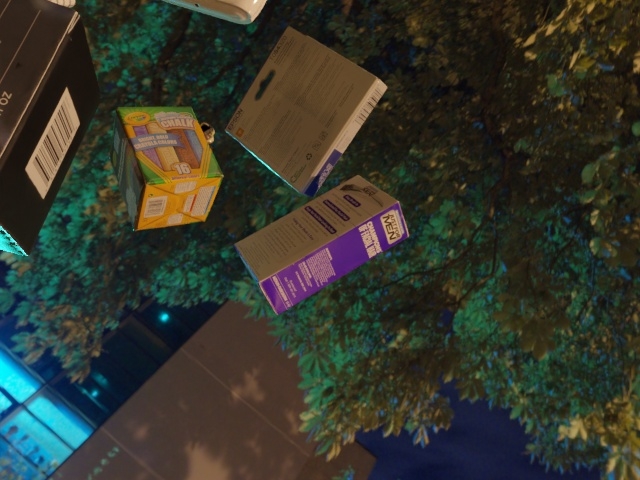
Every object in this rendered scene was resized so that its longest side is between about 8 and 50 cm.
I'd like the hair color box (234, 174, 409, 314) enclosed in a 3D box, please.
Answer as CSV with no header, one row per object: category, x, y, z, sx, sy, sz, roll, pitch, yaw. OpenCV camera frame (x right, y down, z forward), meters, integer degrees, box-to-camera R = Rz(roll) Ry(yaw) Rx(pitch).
hair color box,0.000,0.000,1.140,0.185,0.339,0.110,46,-16,54

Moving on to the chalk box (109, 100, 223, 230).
chalk box,-0.278,-0.144,0.889,0.212,0.132,0.132,63,-37,24

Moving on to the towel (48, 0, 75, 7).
towel,-0.660,-0.557,0.999,0.121,0.235,0.283,-20,-75,38

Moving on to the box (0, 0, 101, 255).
box,-0.549,-0.192,0.675,0.396,0.293,0.212,16,-22,-9

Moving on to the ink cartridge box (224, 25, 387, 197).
ink cartridge box,-0.050,-0.328,1.298,0.330,0.071,0.324,42,-76,30

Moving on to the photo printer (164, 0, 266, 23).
photo printer,-0.289,-0.765,1.458,0.308,0.255,0.107,15,-10,-3

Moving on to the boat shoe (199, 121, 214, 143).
boat shoe,-0.379,-0.366,1.697,0.056,0.152,0.049,-15,-53,-10
